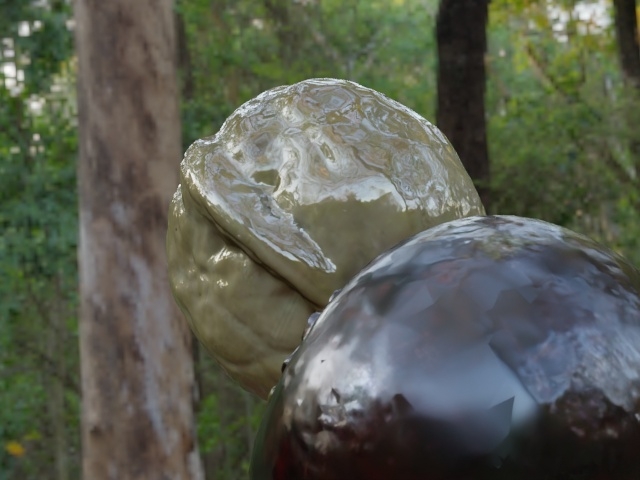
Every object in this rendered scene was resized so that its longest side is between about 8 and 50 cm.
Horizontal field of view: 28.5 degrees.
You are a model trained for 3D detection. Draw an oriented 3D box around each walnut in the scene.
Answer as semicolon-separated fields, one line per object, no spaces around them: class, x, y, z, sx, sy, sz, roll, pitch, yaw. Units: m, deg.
walnut;0.000;0.000;1.395;0.381;0.381;0.381;-4;-3;0

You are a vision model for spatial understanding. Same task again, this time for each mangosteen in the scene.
mangosteen;0.096;0.122;0.586;0.261;0.235;0.235;38;5;9
